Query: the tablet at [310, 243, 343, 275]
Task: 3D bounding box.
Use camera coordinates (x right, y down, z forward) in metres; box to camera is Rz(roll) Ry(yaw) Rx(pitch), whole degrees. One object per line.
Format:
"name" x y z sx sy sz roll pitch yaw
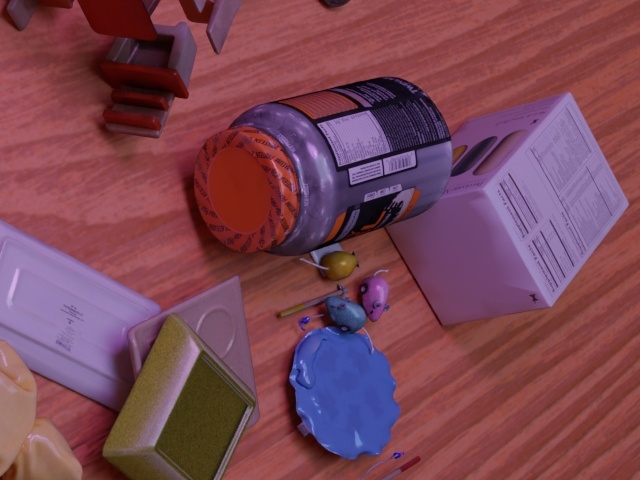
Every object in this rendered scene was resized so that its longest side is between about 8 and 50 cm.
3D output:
"tablet" 0.000 0.000 2.169 0.054 0.006 0.083 -45 113 -41

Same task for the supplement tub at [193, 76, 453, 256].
"supplement tub" 0.004 -0.092 2.061 0.316 0.193 0.194 -18 93 -45

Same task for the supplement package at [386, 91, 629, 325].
"supplement package" 0.261 -0.044 2.301 0.263 0.199 0.198 -46 113 -41

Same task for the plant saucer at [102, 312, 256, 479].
"plant saucer" -0.147 0.209 1.877 0.188 0.045 0.188 51 55 -45

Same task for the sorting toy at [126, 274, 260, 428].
"sorting toy" -0.152 0.161 1.936 0.208 0.038 0.193 -29 118 -49

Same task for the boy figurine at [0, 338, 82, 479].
"boy figurine" -0.363 0.175 1.707 0.285 0.092 0.177 36 57 -35

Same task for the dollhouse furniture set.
"dollhouse furniture set" -0.224 -0.244 1.844 0.259 0.262 0.135 67 37 -57

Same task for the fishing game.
"fishing game" 0.027 0.200 2.128 0.189 0.041 0.264 -25 90 -47

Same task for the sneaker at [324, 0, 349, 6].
"sneaker" 0.009 -0.414 2.231 0.066 0.071 0.188 -15 117 -10

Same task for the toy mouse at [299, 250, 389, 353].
"toy mouse" 0.055 0.078 2.164 0.161 0.031 0.143 -8 77 -50

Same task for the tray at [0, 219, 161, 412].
"tray" -0.288 0.084 1.845 0.270 0.030 0.145 32 61 -36
